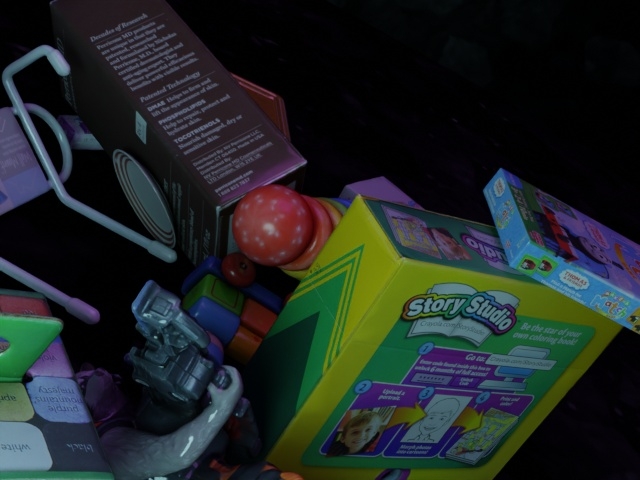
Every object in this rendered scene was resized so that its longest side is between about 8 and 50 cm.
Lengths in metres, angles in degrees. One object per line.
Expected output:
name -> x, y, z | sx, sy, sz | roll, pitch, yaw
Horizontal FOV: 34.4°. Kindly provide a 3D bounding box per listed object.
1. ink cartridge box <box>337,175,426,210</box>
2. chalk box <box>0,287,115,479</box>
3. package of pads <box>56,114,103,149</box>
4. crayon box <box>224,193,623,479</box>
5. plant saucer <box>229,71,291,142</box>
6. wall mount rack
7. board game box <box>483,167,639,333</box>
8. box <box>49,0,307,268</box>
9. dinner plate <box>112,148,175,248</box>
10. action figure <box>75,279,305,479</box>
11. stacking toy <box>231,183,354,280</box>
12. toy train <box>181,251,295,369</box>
ink cartridge box -> 0.098, 0.009, 1.532 | 0.176, 0.128, 0.127 | 40, 26, 19
chalk box -> -0.263, 0.139, 0.663 | 0.180, 0.289, 0.179 | 11, 32, -40
package of pads -> -0.327, -0.151, 1.447 | 0.050, 0.032, 0.083 | 44, 27, 25
crayon box -> 0.114, 0.130, 1.099 | 0.363, 0.313, 0.106 | 11, 32, -39
plant saucer -> -0.174, -0.205, 1.674 | 0.333, 0.081, 0.332 | 23, 26, -19
wall mount rack -> -0.323, -0.058, 1.183 | 0.304, 0.130, 0.350 | 64, 24, -9
board game box -> 0.276, 0.019, 1.070 | 0.211, 0.039, 0.160 | 27, 25, -17
box -> -0.188, -0.148, 1.326 | 0.143, 0.191, 0.381 | -29, 65, -23
dinner plate -> -0.216, -0.054, 1.289 | 0.017, 0.141, 0.141 | -30, 58, -21
action figure -> -0.104, 0.192, 0.838 | 0.330, 0.178, 0.341 | 29, -24, 26
stacking toy -> 0.000, 0.000, 1.229 | 0.141, 0.141, 0.330 | 42, 9, 21
toy train -> -0.053, 0.136, 1.175 | 0.248, 0.105, 0.143 | 34, 39, -19
